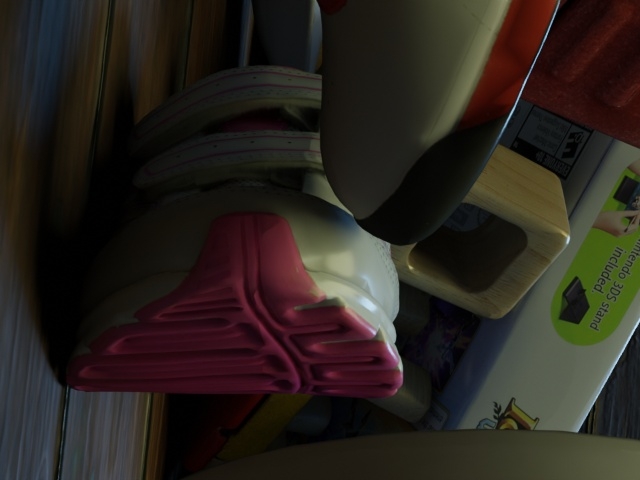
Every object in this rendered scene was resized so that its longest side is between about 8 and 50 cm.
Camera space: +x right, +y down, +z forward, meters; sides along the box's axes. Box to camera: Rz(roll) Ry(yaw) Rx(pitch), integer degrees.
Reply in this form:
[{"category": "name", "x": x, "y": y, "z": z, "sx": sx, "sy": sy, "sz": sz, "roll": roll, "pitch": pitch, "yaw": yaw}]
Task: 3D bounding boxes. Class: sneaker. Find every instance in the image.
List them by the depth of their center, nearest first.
[{"category": "sneaker", "x": -0.001, "y": -0.133, "z": 0.469, "sx": 0.090, "sy": 0.145, "sz": 0.270, "roll": -101, "pitch": -155, "yaw": -60}, {"category": "sneaker", "x": -0.027, "y": -0.006, "z": 0.635, "sx": 0.252, "sy": 0.103, "sz": 0.111, "roll": 144, "pitch": -52, "yaw": -85}]

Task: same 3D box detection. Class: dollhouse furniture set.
[{"category": "dollhouse furniture set", "x": 0.030, "y": -0.079, "z": 0.830, "sx": 0.374, "sy": 0.152, "sz": 0.201, "roll": -51, "pitch": -156, "yaw": 36}]

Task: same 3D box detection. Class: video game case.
[{"category": "video game case", "x": 0.058, "y": 0.029, "z": 0.954, "sx": 0.244, "sy": 0.061, "sz": 0.269, "roll": -61, "pitch": -159, "yaw": 5}]

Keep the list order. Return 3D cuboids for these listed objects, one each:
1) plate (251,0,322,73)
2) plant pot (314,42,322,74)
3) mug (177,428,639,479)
[{"category": "plate", "x": -0.006, "y": -0.251, "z": 1.001, "sx": 0.277, "sy": 0.045, "sz": 0.278, "roll": -82, "pitch": 176, "yaw": -58}, {"category": "plant pot", "x": 0.035, "y": -0.095, "z": 1.190, "sx": 0.236, "sy": 0.032, "sz": 0.236, "roll": -19, "pitch": 90, "yaw": -75}, {"category": "mug", "x": 0.011, "y": 0.238, "z": 0.479, "sx": 0.374, "sy": 0.276, "sz": 0.328, "roll": -34, "pitch": -129, "yaw": 53}]
